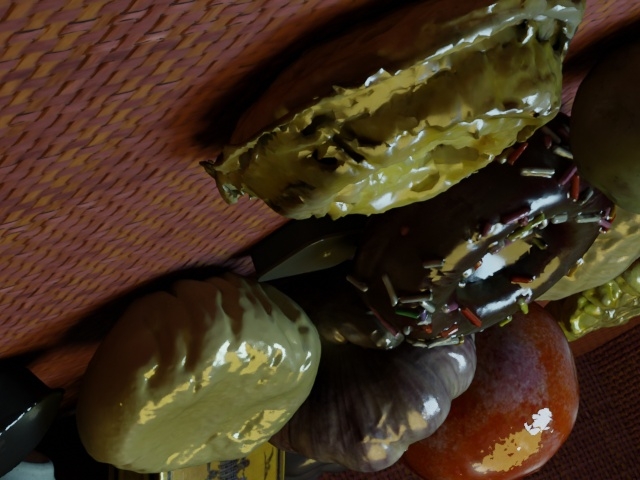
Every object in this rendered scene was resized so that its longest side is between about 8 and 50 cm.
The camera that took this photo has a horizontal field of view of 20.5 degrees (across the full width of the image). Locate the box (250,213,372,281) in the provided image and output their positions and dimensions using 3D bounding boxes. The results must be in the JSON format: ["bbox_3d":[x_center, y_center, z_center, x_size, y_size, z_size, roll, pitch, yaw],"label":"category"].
[{"bbox_3d":[0.000,0.000,1.601,0.091,0.031,0.126,-33,166,38],"label":"box"}]

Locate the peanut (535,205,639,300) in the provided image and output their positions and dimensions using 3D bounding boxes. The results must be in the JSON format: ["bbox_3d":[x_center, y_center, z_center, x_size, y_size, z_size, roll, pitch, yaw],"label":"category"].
[{"bbox_3d":[0.294,-0.045,1.744,0.325,0.140,0.153,-29,135,21],"label":"peanut"}]

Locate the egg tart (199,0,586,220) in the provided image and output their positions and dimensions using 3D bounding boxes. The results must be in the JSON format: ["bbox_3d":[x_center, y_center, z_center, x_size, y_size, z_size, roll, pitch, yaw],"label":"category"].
[{"bbox_3d":[0.059,-0.082,1.180,0.279,0.095,0.279,-26,170,-5],"label":"egg tart"}]

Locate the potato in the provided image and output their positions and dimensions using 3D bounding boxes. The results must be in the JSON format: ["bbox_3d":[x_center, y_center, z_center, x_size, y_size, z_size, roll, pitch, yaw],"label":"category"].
[{"bbox_3d":[0.325,-0.115,1.480,0.262,0.165,0.165,-27,171,-27],"label":"potato"}]

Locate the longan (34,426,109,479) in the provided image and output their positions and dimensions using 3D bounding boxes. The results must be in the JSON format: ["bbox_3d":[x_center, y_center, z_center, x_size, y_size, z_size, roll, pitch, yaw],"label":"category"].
[{"bbox_3d":[-0.230,0.335,2.026,0.319,0.319,0.319,-24,169,-5],"label":"longan"}]

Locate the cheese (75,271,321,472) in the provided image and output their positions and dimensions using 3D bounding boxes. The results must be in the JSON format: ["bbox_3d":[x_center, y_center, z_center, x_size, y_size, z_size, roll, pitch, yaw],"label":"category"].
[{"bbox_3d":[-0.117,0.127,1.605,0.214,0.117,0.226,8,130,-50],"label":"cheese"}]

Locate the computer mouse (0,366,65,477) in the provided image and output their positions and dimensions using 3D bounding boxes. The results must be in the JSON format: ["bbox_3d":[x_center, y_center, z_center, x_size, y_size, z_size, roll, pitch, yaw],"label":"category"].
[{"bbox_3d":[-0.364,0.195,1.570,0.295,0.087,0.168,-18,170,-23],"label":"computer mouse"}]

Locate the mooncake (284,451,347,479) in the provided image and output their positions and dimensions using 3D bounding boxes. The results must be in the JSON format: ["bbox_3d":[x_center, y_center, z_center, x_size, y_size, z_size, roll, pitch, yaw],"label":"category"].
[{"bbox_3d":[-0.055,0.271,2.463,0.306,0.154,0.306,-24,166,-6],"label":"mooncake"}]

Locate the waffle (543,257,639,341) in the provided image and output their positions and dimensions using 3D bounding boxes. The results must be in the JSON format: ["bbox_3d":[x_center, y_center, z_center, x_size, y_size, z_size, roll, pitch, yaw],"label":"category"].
[{"bbox_3d":[0.402,0.022,2.299,0.261,0.151,0.324,-20,166,-2],"label":"waffle"}]

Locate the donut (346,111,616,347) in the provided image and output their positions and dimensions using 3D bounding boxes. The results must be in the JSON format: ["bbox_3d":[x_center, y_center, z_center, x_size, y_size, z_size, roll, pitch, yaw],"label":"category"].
[{"bbox_3d":[0.151,-0.005,1.591,0.270,0.103,0.269,-25,154,-14],"label":"donut"}]

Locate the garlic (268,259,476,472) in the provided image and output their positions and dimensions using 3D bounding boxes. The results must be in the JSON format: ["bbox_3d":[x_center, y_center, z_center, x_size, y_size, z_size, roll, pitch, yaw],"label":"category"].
[{"bbox_3d":[0.029,0.108,1.733,0.245,0.245,0.160,-25,135,2],"label":"garlic"}]

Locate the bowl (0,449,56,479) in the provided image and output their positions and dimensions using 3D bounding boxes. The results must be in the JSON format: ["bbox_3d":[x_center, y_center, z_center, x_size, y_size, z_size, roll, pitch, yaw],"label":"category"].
[{"bbox_3d":[-0.338,0.270,1.740,0.313,0.146,0.313,18,179,0],"label":"bowl"}]

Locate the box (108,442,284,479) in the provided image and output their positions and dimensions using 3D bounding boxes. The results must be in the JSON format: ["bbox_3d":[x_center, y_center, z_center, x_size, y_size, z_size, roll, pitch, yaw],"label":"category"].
[{"bbox_3d":[-0.127,0.250,1.827,0.084,0.301,0.193,12,-165,38],"label":"box"}]

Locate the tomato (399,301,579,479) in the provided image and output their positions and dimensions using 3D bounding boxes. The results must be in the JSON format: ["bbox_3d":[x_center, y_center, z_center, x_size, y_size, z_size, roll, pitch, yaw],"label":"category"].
[{"bbox_3d":[0.176,0.167,1.879,0.232,0.188,0.232,-43,-166,13],"label":"tomato"}]
